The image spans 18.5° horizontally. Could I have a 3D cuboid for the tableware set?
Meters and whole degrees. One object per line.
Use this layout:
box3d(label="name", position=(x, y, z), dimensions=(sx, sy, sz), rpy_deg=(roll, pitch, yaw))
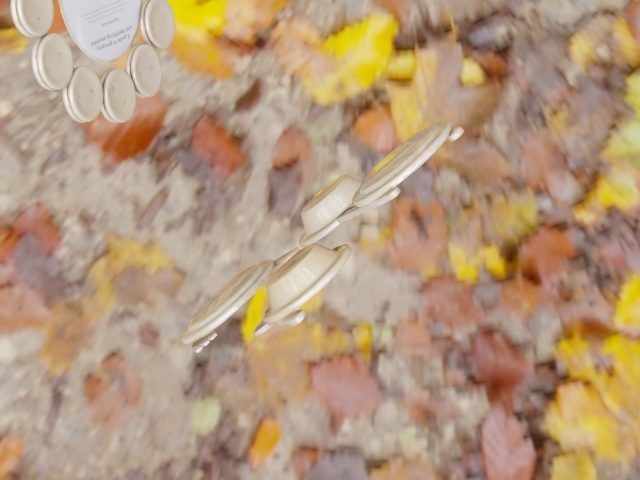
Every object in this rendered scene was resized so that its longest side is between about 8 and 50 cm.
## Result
box3d(label="tableware set", position=(0.000, 0.000, 1.002), dimensions=(0.020, 0.141, 0.168), rpy_deg=(49, 66, -10))

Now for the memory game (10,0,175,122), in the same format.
box3d(label="memory game", position=(-0.148, -0.167, 1.295), dimensions=(0.012, 0.186, 0.186), rpy_deg=(-2, 103, 28))
